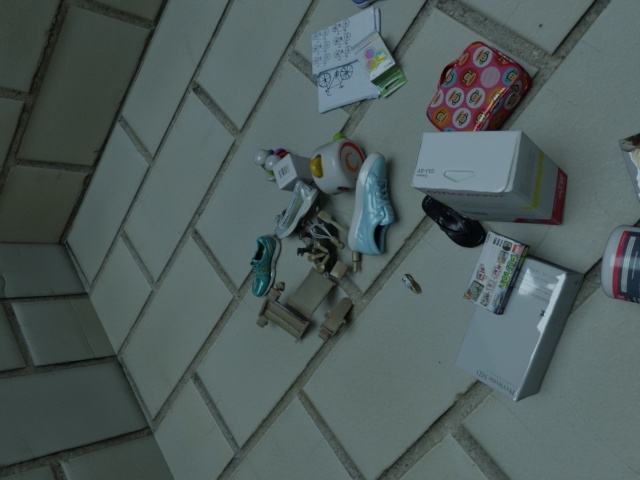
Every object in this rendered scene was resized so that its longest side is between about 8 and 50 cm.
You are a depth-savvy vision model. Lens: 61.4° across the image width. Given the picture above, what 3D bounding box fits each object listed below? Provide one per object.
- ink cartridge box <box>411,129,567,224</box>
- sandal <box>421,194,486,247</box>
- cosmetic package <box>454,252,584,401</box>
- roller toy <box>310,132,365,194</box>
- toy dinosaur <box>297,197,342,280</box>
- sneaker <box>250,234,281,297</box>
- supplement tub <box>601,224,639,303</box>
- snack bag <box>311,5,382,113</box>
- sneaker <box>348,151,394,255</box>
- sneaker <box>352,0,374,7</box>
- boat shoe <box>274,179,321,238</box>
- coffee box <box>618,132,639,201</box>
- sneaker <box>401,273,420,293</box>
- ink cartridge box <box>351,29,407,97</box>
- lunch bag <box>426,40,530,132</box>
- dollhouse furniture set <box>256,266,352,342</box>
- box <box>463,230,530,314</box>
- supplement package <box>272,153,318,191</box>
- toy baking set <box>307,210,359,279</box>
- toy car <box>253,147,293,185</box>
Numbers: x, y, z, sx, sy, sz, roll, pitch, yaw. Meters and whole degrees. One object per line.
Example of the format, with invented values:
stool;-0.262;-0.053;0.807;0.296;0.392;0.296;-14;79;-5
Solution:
ink cartridge box;0.473;-0.165;1.479;0.279;0.384;0.160;8;84;41
sandal;0.420;-0.061;1.749;0.254;0.054;0.097;42;114;34
cosmetic package;0.564;0.234;1.545;0.217;0.156;0.385;25;103;41
roller toy;0.062;-0.266;1.974;0.146;0.191;0.209;-14;34;41
toy dinosaur;0.000;0.000;2.074;0.121;0.160;0.314;137;138;-70
sneaker;-0.257;0.107;2.292;0.107;0.110;0.275;18;101;40
supplement tub;0.841;0.071;1.291;0.272;0.191;0.191;12;96;41
snack bag;0.094;-0.679;2.069;0.323;0.037;0.343;-5;85;40
sneaker;0.208;-0.122;1.899;0.150;0.135;0.366;18;109;32
sneaker;0.197;-0.917;1.959;0.211;0.081;0.080;-16;76;38
boat shoe;-0.110;-0.119;2.124;0.103;0.118;0.320;36;141;-5
coffee box;0.909;-0.214;1.290;0.297;0.119;0.168;-21;74;39
sneaker;0.311;0.155;1.856;0.083;0.032;0.037;58;136;32
ink cartridge box;0.209;-0.629;1.920;0.109;0.062;0.209;-31;77;23
lunch bag;0.470;-0.456;1.679;0.258;0.120;0.293;51;120;31
dollhouse furniture set;-0.063;0.286;2.149;0.303;0.174;0.355;35;144;6
box;0.487;0.090;1.497;0.114;0.036;0.207;29;107;40
supplement package;-0.080;-0.257;2.106;0.105;0.179;0.105;-34;67;35
toy baking set;0.053;0.015;2.001;0.030;0.196;0.256;117;159;-77
toy car;-0.177;-0.320;2.235;0.182;0.159;0.136;29;73;38
